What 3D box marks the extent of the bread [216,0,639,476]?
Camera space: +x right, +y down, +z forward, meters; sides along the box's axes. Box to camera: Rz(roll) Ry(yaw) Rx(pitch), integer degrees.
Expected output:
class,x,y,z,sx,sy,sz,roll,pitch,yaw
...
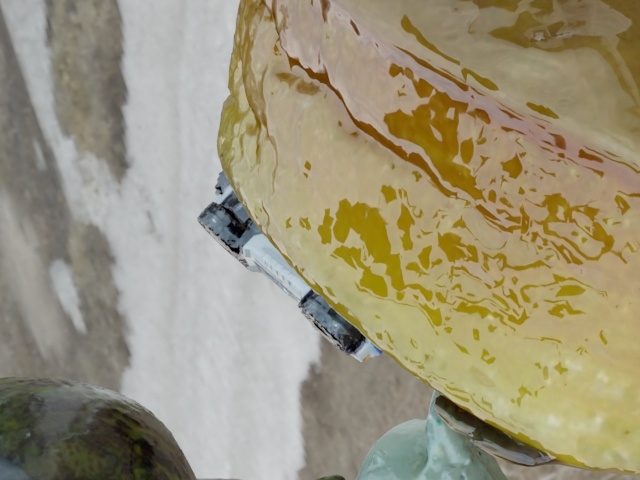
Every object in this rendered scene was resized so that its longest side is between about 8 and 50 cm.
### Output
class,x,y,z,sx,sy,sz,roll,pitch,yaw
bread,0.076,-0.044,0.424,0.269,0.195,0.143,42,125,43

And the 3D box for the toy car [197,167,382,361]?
class,x,y,z,sx,sy,sz,roll,pitch,yaw
toy car,0.000,0.000,0.717,0.170,0.080,0.070,37,171,44

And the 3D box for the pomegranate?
class,x,y,z,sx,sy,sz,roll,pitch,yaw
pomegranate,-0.126,0.183,0.709,0.204,0.276,0.222,-2,90,31

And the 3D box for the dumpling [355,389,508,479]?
class,x,y,z,sx,sy,sz,roll,pitch,yaw
dumpling,0.075,0.177,0.734,0.108,0.152,0.219,15,99,29
